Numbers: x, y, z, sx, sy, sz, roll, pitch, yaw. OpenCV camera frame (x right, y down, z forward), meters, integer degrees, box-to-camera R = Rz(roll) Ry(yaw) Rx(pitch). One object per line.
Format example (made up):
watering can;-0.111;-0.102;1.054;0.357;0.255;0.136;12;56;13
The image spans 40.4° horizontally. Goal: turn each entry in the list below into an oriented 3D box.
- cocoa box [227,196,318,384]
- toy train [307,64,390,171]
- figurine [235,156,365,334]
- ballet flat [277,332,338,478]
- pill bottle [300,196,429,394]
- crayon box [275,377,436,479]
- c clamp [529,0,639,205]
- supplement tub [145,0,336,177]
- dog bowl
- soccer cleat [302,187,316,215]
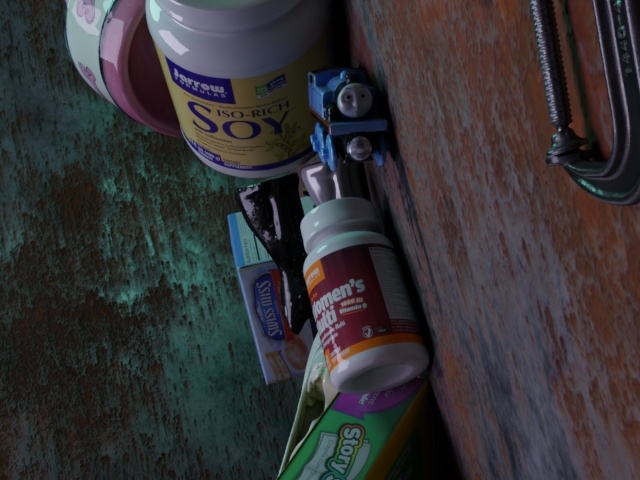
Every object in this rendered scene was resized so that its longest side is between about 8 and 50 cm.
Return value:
cocoa box;-0.062;0.111;1.976;0.231;0.228;0.347;-109;7;-55
toy train;0.028;-0.142;0.991;0.184;0.080;0.105;-115;19;-73
figurine;0.000;0.000;1.213;0.092;0.215;0.209;-10;99;44
ballet flat;0.018;0.255;1.247;0.139;0.139;0.400;85;-158;-63
pill bottle;0.047;0.065;1.063;0.121;0.121;0.221;84;171;-61
crayon box;0.021;0.384;1.081;0.363;0.106;0.313;-50;-37;-38
c clamp;0.111;-0.092;0.391;0.137;0.022;0.160;163;95;-81
supplement tub;-0.099;-0.265;1.175;0.331;0.241;0.241;83;173;-60
dog bowl;-0.195;-0.344;1.410;0.150;0.408;0.408;52;162;35
soccer cleat;0.013;-0.023;1.607;0.060;0.072;0.179;90;167;-73
